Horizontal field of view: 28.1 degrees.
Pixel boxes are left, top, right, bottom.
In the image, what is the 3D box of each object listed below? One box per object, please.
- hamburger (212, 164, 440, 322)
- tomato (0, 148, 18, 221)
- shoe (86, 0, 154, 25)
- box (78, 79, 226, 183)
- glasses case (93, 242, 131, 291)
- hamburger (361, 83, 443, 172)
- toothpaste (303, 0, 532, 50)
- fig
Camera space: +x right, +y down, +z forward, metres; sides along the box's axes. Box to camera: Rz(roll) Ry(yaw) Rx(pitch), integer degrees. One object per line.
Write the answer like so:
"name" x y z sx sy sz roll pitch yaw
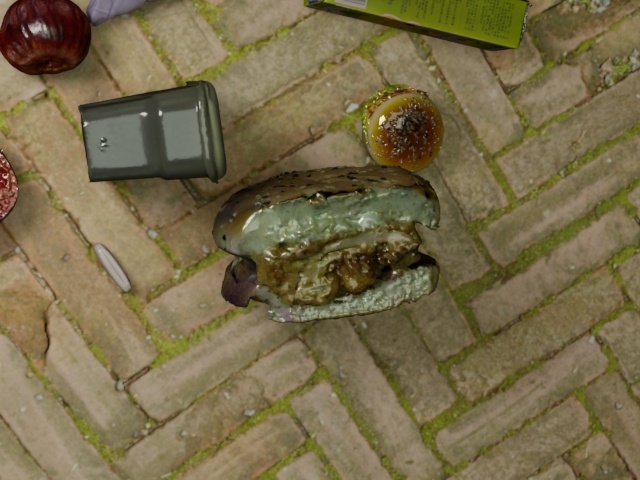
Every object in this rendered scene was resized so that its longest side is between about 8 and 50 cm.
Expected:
"hamburger" 0.000 0.000 1.826 0.318 0.277 0.195 -10 103 -16
"tomato" -0.510 -0.075 1.761 0.174 0.082 0.166 36 82 -13
"shoe" -0.313 -0.420 1.774 0.138 0.095 0.245 -35 112 -13
"box" -0.234 -0.140 1.745 0.178 0.274 0.138 -9 98 -9
"glasses case" -0.302 0.039 1.864 0.021 0.032 0.083 -36 104 -13
"hamburger" 0.124 -0.169 1.942 0.127 0.081 0.141 -15 102 -15
"toothpaste" 0.142 -0.354 1.911 0.328 0.110 0.077 10 92 -18
"fig" -0.371 -0.296 1.755 0.128 0.128 0.150 21 93 -18
